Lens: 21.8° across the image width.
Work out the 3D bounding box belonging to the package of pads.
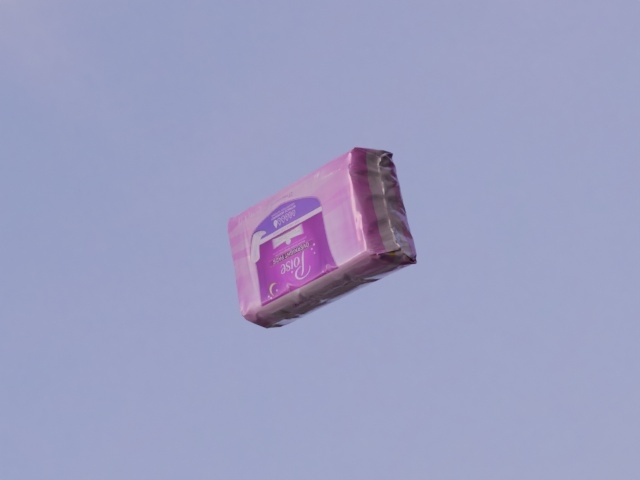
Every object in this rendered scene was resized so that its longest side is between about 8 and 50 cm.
[{"bbox_3d":[0.000,0.000,0.687,0.032,0.050,0.083,11,-29,-43],"label":"package of pads"}]
